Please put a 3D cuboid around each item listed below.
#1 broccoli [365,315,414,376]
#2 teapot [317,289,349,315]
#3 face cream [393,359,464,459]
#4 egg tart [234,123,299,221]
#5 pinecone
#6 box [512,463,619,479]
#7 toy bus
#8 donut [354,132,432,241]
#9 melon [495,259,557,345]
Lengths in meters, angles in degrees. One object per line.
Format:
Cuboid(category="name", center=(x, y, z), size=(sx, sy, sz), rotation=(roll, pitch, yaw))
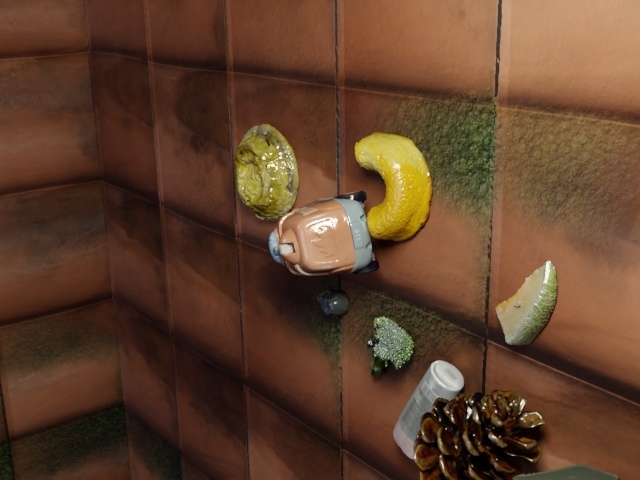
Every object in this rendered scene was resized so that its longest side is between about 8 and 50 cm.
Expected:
Cuboid(category="broccoli", center=(0.155, 0.272, 2.033), size=(0.122, 0.118, 0.204), rotation=(30, 148, 9))
Cuboid(category="teapot", center=(0.029, 0.161, 2.186), size=(0.088, 0.057, 0.066), rotation=(43, 132, 37))
Cuboid(category="face cream", center=(0.247, 0.397, 1.956), size=(0.107, 0.073, 0.269), rotation=(54, 139, 35))
Cuboid(category="egg tart", center=(-0.163, -0.182, 2.302), size=(0.279, 0.095, 0.279), rotation=(20, 116, 48))
Cuboid(category="pinecone", center=(0.327, 0.424, 1.735), size=(0.309, 0.244, 0.244), rotation=(-33, 74, 41))
Cuboid(category="box", center=(0.463, 0.528, 1.566), size=(0.138, 0.274, 0.178), rotation=(9, 95, 51))
Cuboid(category="toy bus", center=(0.000, 0.000, 2.000), size=(0.288, 0.232, 0.194), rotation=(-177, 73, -72))
Cuboid(category="donut", center=(0.170, -0.128, 1.874), size=(0.152, 0.101, 0.259), rotation=(-12, 88, 49))
Cuboid(category="melon", center=(0.419, 0.125, 1.665), size=(0.182, 0.054, 0.098), rotation=(-57, 41, 45))
